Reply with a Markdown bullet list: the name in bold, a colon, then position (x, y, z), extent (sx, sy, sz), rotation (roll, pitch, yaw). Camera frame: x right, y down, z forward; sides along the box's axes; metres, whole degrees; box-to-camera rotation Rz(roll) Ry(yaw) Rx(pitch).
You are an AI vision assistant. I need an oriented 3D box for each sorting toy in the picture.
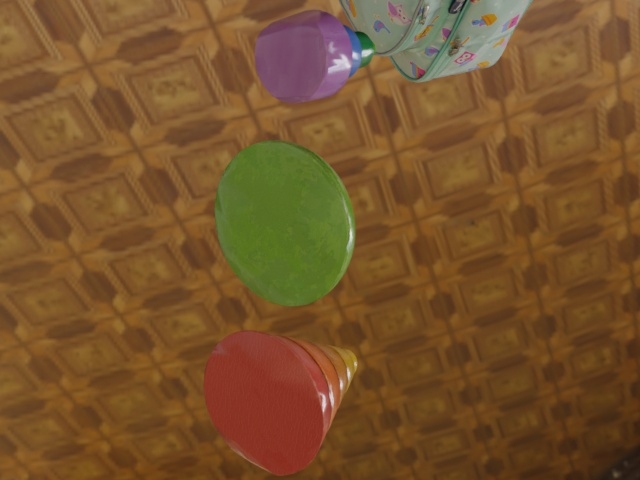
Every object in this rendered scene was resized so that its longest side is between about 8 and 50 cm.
- **sorting toy**: position (0.000, 0.000, 0.909), extent (0.126, 0.127, 0.365), rotation (-18, 120, -51)

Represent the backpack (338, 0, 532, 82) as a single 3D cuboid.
- **backpack**: position (0.091, -0.223, 0.944), extent (0.144, 0.166, 0.188), rotation (-22, 157, -15)
